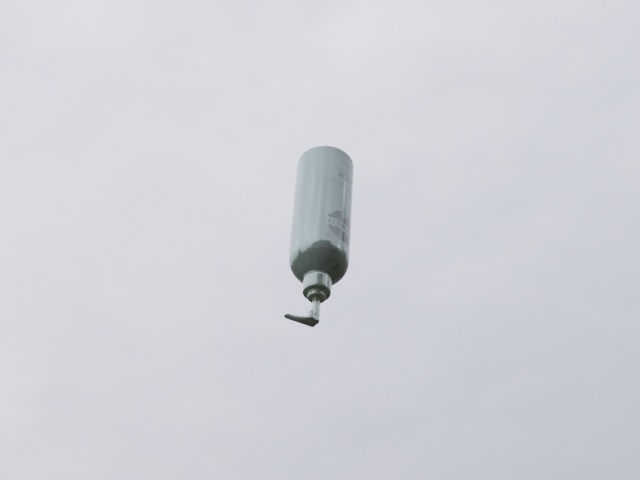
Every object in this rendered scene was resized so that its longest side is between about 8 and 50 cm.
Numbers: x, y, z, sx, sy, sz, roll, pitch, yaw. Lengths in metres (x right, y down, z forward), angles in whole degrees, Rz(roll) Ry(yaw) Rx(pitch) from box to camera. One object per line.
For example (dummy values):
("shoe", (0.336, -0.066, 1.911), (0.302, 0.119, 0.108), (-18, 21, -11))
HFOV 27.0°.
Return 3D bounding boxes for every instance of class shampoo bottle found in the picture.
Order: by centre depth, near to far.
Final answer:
("shampoo bottle", (0.000, 0.000, 1.188), (0.056, 0.195, 0.056), (2, -42, 2))
